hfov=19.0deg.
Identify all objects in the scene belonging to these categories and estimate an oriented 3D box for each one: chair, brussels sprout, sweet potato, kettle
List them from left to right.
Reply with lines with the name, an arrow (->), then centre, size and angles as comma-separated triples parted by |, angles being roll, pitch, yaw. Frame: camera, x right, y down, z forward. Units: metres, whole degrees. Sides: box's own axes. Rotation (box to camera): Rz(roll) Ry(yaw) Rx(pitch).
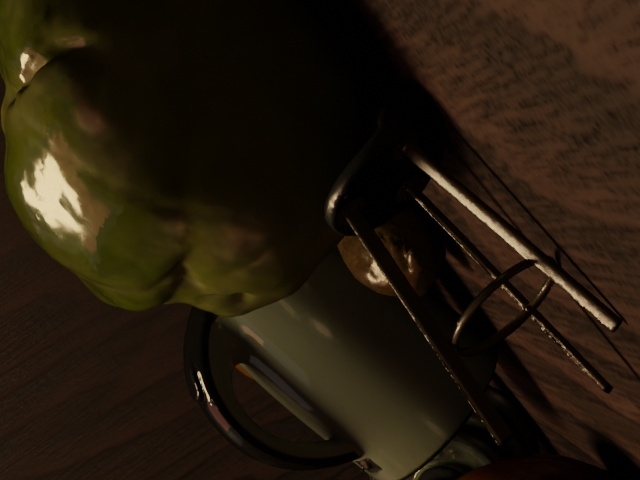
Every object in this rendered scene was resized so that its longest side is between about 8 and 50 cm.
brussels sprout -> -0.092, -0.082, 1.270 | 0.316, 0.242, 0.274 | 52, -175, -48
kettle -> 0.000, 0.099, 1.637 | 0.236, 0.221, 0.161 | 40, 156, -13
sweet potato -> 0.033, -0.030, 1.584 | 0.075, 0.075, 0.273 | 56, 180, -35
chair -> 0.080, 0.014, 1.141 | 0.221, 0.095, 0.104 | 52, 165, 25

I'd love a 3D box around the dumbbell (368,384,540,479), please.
dumbbell -> 0.101, 0.271, 1.746 | 0.179, 0.179, 0.406 | 54, -157, -14

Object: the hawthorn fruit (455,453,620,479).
hawthorn fruit -> 0.174, 0.293, 1.444 | 0.284, 0.284, 0.284 | 53, 176, 5

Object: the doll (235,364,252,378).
doll -> -0.009, 0.019, 1.841 | 0.213, 0.213, 0.236 | 58, -144, -54
